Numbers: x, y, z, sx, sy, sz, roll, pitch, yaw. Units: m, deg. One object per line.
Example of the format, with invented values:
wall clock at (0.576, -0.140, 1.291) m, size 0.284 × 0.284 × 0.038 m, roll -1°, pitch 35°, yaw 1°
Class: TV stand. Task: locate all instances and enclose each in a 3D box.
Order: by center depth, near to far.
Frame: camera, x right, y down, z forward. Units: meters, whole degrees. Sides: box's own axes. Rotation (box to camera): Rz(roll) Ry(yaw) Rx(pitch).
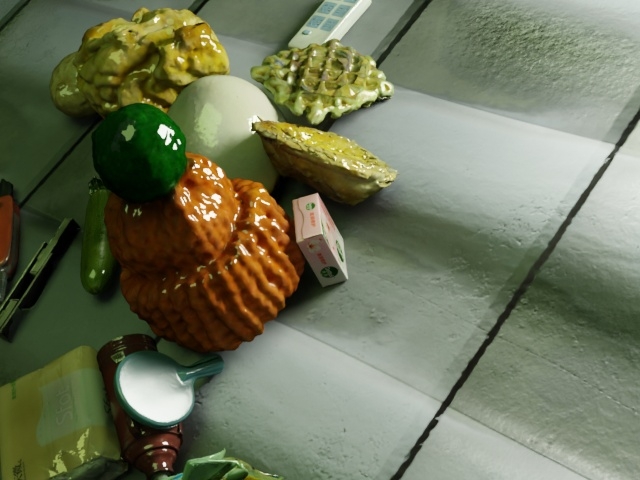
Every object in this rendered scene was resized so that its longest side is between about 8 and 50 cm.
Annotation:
TV stand at (-0.503, 0.065, 1.913) m, size 0.042 × 0.036 × 0.249 m, roll 8°, pitch 58°, yaw 32°

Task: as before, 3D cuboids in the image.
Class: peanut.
peanut at (-0.468, -0.315, 2.155) m, size 0.140 × 0.109 × 0.159 m, roll 8°, pitch 54°, yaw 40°

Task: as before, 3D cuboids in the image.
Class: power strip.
power strip at (0.018, -0.414, 2.057) m, size 0.081 × 0.035 × 0.192 m, roll 23°, pitch 65°, yaw 37°

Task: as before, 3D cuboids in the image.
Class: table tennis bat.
table tennis bat at (-0.216, 0.206, 1.586) m, size 0.033 × 0.201 × 0.124 m, roll -45°, pitch 73°, yaw 36°

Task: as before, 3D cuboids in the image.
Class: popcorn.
popcorn at (-0.294, -0.323, 2.006) m, size 0.332 × 0.225 × 0.265 m, roll -9°, pitch 18°, yaw 39°

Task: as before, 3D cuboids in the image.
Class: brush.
brush at (-0.594, 0.007, 1.999) m, size 0.070 × 0.051 × 0.323 m, roll -17°, pitch 45°, yaw 3°

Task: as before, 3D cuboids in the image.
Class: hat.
hat at (-0.222, -0.008, 1.591) m, size 0.285 × 0.400 × 0.285 m, roll -17°, pitch 54°, yaw 26°

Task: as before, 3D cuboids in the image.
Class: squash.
squash at (-0.383, -0.005, 1.893) m, size 0.066 × 0.066 × 0.252 m, roll -16°, pitch 49°, yaw 13°

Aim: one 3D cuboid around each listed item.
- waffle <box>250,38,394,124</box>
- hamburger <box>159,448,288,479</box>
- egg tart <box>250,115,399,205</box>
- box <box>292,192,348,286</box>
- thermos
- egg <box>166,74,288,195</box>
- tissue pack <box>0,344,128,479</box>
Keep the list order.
waffle at (0.004, -0.291, 1.904) m, size 0.223 × 0.054 × 0.204 m, roll -23°, pitch 46°, yaw -29°
hamburger at (-0.108, 0.386, 1.389) m, size 0.276 × 0.150 × 0.261 m, roll -12°, pitch 51°, yaw 15°
egg tart at (-0.001, -0.123, 1.748) m, size 0.252 × 0.232 × 0.098 m, roll 22°, pitch 101°, yaw 3°
box at (0.000, 0.000, 1.667) m, size 0.043 × 0.125 × 0.089 m, roll -17°, pitch 49°, yaw 12°
thermos at (-0.262, 0.255, 1.590) m, size 0.099 × 0.124 × 0.232 m, roll -25°, pitch 55°, yaw 3°
egg at (-0.192, -0.162, 1.859) m, size 0.264 × 0.174 × 0.286 m, roll 6°, pitch 60°, yaw 34°
tissue pack at (-0.397, 0.288, 1.644) m, size 0.186 × 0.090 × 0.222 m, roll -25°, pitch 47°, yaw 8°
